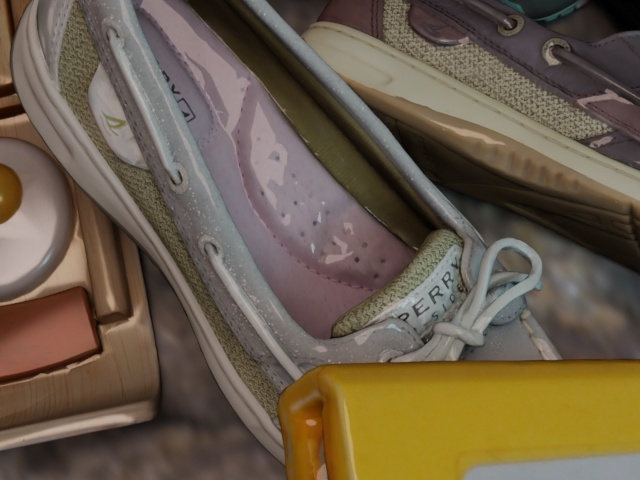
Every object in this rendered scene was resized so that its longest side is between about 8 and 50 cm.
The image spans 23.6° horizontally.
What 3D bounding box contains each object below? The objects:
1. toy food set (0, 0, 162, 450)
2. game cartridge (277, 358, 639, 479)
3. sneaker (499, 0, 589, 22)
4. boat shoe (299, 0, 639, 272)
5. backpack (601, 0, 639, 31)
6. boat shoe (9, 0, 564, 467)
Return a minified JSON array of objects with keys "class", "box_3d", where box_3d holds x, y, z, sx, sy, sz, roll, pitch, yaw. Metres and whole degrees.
[{"class":"toy food set","box_3d":[-0.204,-0.042,0.678,0.219,0.092,0.306,-12,73,0]},{"class":"game cartridge","box_3d":[0.154,0.177,0.528,0.323,0.052,0.285,0,70,-27]},{"class":"sneaker","box_3d":[0.130,-0.176,0.706,0.065,0.076,0.166,33,78,14]},{"class":"boat shoe","box_3d":[0.123,-0.048,0.655,0.285,0.103,0.092,24,81,17]},{"class":"backpack","box_3d":[0.182,-0.113,0.669,0.114,0.105,0.084,40,74,17]},{"class":"boat shoe","box_3d":[0.001,-0.002,0.619,0.118,0.103,0.320,-37,84,-31]}]
